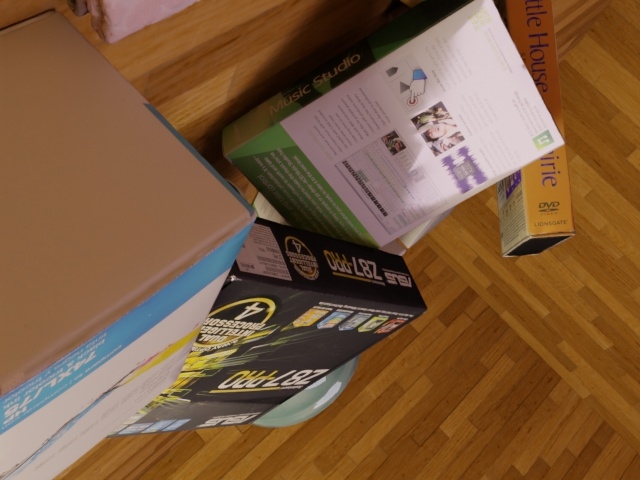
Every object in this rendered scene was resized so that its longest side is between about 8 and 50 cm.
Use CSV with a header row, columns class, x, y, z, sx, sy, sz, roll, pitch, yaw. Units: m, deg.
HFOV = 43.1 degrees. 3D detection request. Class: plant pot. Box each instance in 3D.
class,x,y,z,sx,sy,sz,roll,pitch,yaw
plant pot,-0.100,0.139,1.341,0.293,0.293,0.196,-44,144,-3

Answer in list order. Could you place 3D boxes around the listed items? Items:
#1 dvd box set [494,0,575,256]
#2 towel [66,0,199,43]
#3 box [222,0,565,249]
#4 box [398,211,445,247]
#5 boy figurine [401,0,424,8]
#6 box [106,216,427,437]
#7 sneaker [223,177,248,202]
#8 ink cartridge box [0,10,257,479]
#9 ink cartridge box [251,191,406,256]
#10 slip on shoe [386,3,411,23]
class,x,y,z,sx,sy,sz,roll,pitch,yaw
dvd box set,0.278,-0.196,1.126,0.062,0.420,0.307,-4,173,6
towel,-0.012,-0.289,0.446,0.317,0.053,0.332,-39,168,-26
box,0.085,-0.117,0.911,0.322,0.058,0.232,-30,130,13
box,0.147,-0.118,1.302,0.119,0.181,0.182,-37,168,-30
boy figurine,0.144,-0.316,0.853,0.177,0.092,0.285,-38,172,6
box,-0.101,0.108,0.910,0.318,0.097,0.395,-34,156,23
sneaker,-0.159,0.032,0.967,0.295,0.124,0.178,-40,168,24
ink cartridge box,-0.207,0.033,0.559,0.197,0.198,0.270,-38,168,-36
ink cartridge box,0.000,0.000,1.216,0.092,0.219,0.160,-37,168,-36
slip on shoe,0.136,-0.296,1.046,0.135,0.051,0.041,-21,159,-48
